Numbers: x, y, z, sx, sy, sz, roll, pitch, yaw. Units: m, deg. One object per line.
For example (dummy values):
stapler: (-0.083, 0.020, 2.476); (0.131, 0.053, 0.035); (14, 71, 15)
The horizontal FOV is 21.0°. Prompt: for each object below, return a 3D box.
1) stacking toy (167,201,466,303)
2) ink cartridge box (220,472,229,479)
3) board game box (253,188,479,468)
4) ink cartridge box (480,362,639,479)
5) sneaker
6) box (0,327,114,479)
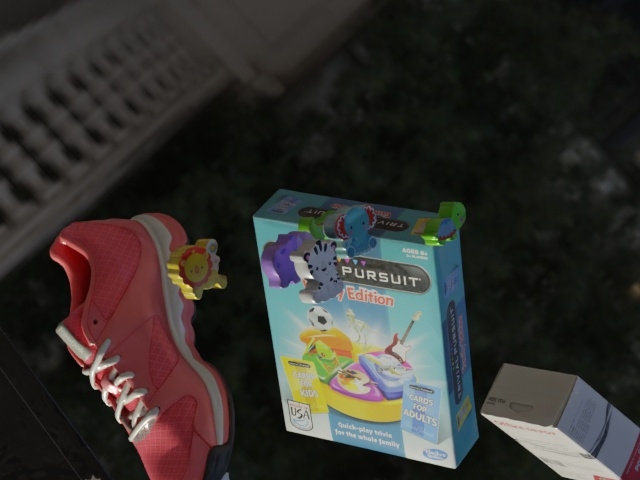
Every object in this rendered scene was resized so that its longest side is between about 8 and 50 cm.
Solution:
stacking toy: (0.000, 0.000, 1.513); (0.167, 0.052, 0.221); (1, -163, 45)
ink cartridge box: (-0.113, 0.263, 1.191); (0.045, 0.145, 0.179); (8, -146, 25)
board game box: (0.060, 0.113, 2.209); (0.253, 0.336, 0.079); (9, -146, 28)
ink cartridge box: (0.229, 0.172, 1.590); (0.099, 0.135, 0.056); (7, -116, 51)
sneaker: (-0.179, 0.114, 1.601); (0.136, 0.314, 0.116); (5, 144, -34)
box: (-0.301, 0.150, 1.296); (0.184, 0.261, 0.103); (-30, 157, -24)
